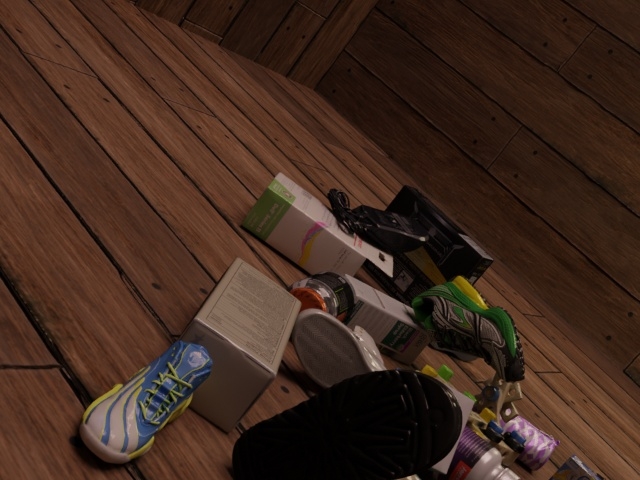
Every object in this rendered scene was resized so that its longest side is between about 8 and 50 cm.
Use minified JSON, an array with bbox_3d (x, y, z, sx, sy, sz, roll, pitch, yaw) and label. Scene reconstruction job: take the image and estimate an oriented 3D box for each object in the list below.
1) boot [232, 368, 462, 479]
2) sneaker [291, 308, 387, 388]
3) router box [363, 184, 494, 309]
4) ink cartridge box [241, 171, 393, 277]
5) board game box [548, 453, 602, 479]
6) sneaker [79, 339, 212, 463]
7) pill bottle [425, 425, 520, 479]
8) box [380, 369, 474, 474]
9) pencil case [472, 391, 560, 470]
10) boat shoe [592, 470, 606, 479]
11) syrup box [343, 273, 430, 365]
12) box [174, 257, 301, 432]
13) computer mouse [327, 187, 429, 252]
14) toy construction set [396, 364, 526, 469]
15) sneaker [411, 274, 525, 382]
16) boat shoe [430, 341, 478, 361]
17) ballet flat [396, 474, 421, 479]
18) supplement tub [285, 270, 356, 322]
[{"bbox_3d":[0.080,0.258,1.195,0.260,0.348,0.131,12,64,-52],"label":"boot"},{"bbox_3d":[0.031,0.198,1.611,0.292,0.108,0.169,49,6,-30],"label":"sneaker"},{"bbox_3d":[0.266,0.042,2.338,0.309,0.243,0.081,47,18,29],"label":"router box"},{"bbox_3d":[0.000,0.000,2.103,0.353,0.119,0.207,36,14,-4],"label":"ink cartridge box"},{"bbox_3d":[0.513,0.530,1.686,0.201,0.136,0.035,44,16,24],"label":"board game box"},{"bbox_3d":[-0.209,0.185,1.109,0.091,0.126,0.240,38,15,3],"label":"sneaker"},{"bbox_3d":[0.243,0.381,1.529,0.193,0.108,0.108,36,13,27],"label":"pill bottle"},{"bbox_3d":[0.149,0.294,1.448,0.091,0.130,0.170,32,-16,-21],"label":"box"},{"bbox_3d":[0.413,0.406,1.908,0.206,0.088,0.086,37,17,2],"label":"pencil case"},{"bbox_3d":[0.631,0.563,2.008,0.042,0.049,0.133,32,10,11],"label":"boat shoe"},{"bbox_3d":[0.127,0.175,1.929,0.237,0.093,0.096,29,17,-29],"label":"syrup box"},{"bbox_3d":[-0.135,0.151,1.378,0.148,0.121,0.311,37,16,-3],"label":"box"},{"bbox_3d":[0.142,-0.030,2.178,0.272,0.072,0.188,16,24,-27],"label":"computer mouse"},{"bbox_3d":[0.290,0.343,1.740,0.328,0.151,0.215,12,22,-43],"label":"toy construction set"},{"bbox_3d":[0.307,0.200,1.838,0.343,0.146,0.134,-136,-151,-60],"label":"sneaker"},{"bbox_3d":[0.333,0.244,2.234,0.183,0.065,0.083,24,22,-36],"label":"boat shoe"},{"bbox_3d":[0.160,0.425,1.347,0.248,0.086,0.086,38,15,10],"label":"ballet flat"},{"bbox_3d":[-0.007,0.126,1.735,0.117,0.117,0.190,41,15,11],"label":"supplement tub"}]
